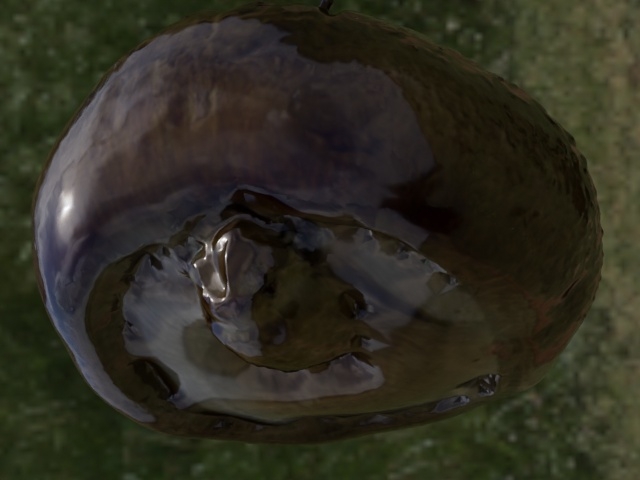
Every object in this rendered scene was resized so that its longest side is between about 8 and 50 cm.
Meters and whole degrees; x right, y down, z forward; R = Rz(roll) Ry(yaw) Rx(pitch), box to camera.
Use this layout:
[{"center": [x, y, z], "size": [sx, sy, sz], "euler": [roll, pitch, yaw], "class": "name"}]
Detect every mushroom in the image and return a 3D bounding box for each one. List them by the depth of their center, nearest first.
[{"center": [0.000, 0.000, 0.784], "size": [0.253, 0.253, 0.153], "euler": [123, 155, -56], "class": "mushroom"}]
